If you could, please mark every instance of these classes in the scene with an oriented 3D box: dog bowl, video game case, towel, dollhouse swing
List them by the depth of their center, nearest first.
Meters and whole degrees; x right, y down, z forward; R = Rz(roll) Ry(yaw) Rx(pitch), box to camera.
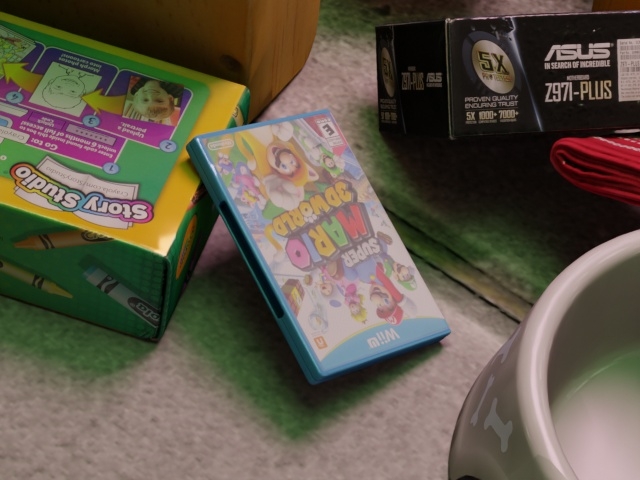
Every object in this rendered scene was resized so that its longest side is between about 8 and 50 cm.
[{"bbox_3d":[0.253,0.130,1.078,0.349,0.102,0.348,6,46,-6],"label":"dog bowl"},{"bbox_3d":[0.000,0.000,1.148,0.119,0.015,0.166,-15,72,-45],"label":"video game case"},{"bbox_3d":[0.302,-0.039,1.205,0.275,0.031,0.199,-8,22,-43],"label":"towel"},{"bbox_3d":[-0.135,-0.297,1.295,0.347,0.315,0.305,24,57,12],"label":"dollhouse swing"}]

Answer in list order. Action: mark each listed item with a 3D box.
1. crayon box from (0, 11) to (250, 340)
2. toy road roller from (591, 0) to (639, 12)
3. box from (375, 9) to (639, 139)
[{"bbox_3d":[-0.201,-0.058,1.174,0.278,0.081,0.165,17,46,5],"label":"crayon box"},{"bbox_3d":[0.325,-0.249,1.397,0.329,0.202,0.240,14,58,9],"label":"toy road roller"},{"bbox_3d":[0.144,-0.112,1.250,0.180,0.077,0.147,-4,6,-15],"label":"box"}]
